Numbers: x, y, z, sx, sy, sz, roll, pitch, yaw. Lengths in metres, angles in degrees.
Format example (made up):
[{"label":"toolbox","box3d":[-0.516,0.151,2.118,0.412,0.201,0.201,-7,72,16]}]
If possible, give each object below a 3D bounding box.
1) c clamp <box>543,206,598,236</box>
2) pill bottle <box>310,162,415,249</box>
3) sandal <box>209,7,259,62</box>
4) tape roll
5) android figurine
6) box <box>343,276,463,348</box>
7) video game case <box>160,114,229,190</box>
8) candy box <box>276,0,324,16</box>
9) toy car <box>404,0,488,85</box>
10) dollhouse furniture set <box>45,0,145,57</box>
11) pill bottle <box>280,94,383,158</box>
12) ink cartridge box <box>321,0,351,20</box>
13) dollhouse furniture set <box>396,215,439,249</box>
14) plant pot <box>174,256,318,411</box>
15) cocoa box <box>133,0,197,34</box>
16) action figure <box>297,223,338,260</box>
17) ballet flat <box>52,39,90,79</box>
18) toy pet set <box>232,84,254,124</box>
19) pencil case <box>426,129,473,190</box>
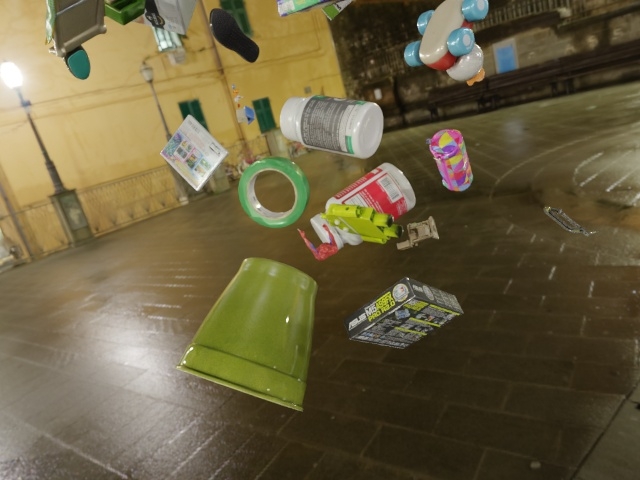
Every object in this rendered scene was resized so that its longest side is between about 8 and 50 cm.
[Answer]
[{"label":"c clamp","box3d":[0.832,-0.064,1.543,0.137,0.022,0.161,-11,47,-36]},{"label":"pill bottle","box3d":[0.173,-0.128,1.922,0.407,0.229,0.229,-33,18,-6]},{"label":"sandal","box3d":[-0.214,-0.490,1.107,0.040,0.067,0.179,30,3,27]},{"label":"tape roll","box3d":[-0.211,-0.219,2.091,0.321,0.321,0.077,-11,19,17]},{"label":"android figurine","box3d":[0.128,-0.060,1.522,0.272,0.056,0.248,9,-17,34]},{"label":"box","box3d":[0.226,0.203,1.226,0.216,0.060,0.270,-40,-38,26]},{"label":"video game case","box3d":[-0.351,-0.242,1.274,0.143,0.157,0.019,-47,-6,16]},{"label":"candy box","box3d":[-0.036,-0.817,1.262,0.122,0.317,0.268,-24,24,-30]},{"label":"toy car","box3d":[0.425,-0.579,1.387,0.238,0.210,0.219,26,-6,-33]},{"label":"dollhouse furniture set","box3d":[-0.532,-0.567,0.999,0.302,0.151,0.198,-60,3,-39]},{"label":"pill bottle","box3d":[0.037,-0.439,1.738,0.361,0.204,0.204,18,31,30]},{"label":"ink cartridge box","box3d":[0.069,-0.928,1.587,0.255,0.188,0.097,-18,40,50]},{"label":"dollhouse furniture set","box3d":[0.392,-0.038,1.991,0.181,0.101,0.161,-19,-17,30]},{"label":"plant pot","box3d":[-0.168,0.250,1.303,0.366,0.366,0.353,0,63,44]},{"label":"cocoa box","box3d":[-0.452,-0.804,1.262,0.227,0.347,0.231,13,-16,-2]},{"label":"action figure","box3d":[0.000,0.000,1.564,0.091,0.139,0.280,-30,1,1]},{"label":"ballet flat","box3d":[-0.676,-0.518,1.231,0.070,0.070,0.188,-20,-22,-16]},{"label":"toy pet set","box3d":[-0.285,-0.505,1.722,0.065,0.114,0.122,-8,-21,-2]},{"label":"pencil case","box3d":[0.398,-0.238,1.396,0.104,0.105,0.236,-8,-26,26]}]
